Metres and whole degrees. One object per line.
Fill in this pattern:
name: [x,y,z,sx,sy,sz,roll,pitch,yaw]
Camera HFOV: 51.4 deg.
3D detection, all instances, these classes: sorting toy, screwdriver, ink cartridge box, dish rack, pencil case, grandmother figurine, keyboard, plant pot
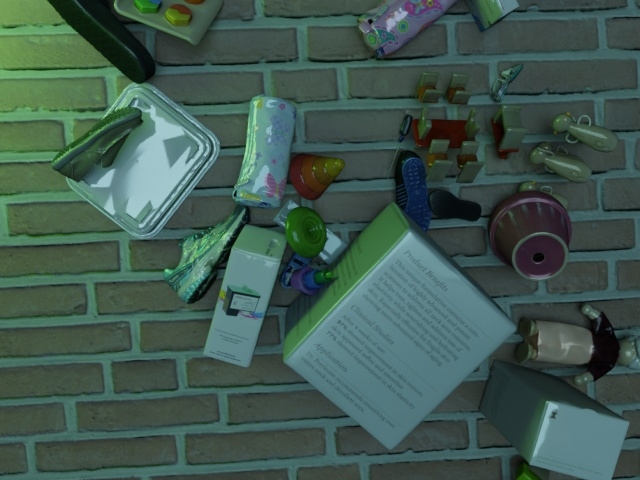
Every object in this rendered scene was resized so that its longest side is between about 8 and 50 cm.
sorting toy: [-0.353,-0.568,1.576,0.208,0.038,0.193,24,54,-6]
screwdriver: [0.195,-0.238,1.692,0.025,0.024,0.170,28,101,25]
ink cartridge box: [0.411,-0.577,1.590,0.060,0.180,0.104,-29,96,0]
dish rack: [-0.444,-0.196,1.640,0.285,0.072,0.333,38,93,-6]
pencil case: [0.220,-0.565,1.612,0.284,0.124,0.124,-37,95,0]
ink cartridge box: [-0.174,0.124,1.580,0.117,0.201,0.278,17,108,-3]
sorting toy: [0.004,-0.055,1.568,0.127,0.126,0.366,22,62,-41]
grandmother figurine: [0.687,0.269,1.715,0.342,0.104,0.208,10,92,-6]
pencil case: [-0.135,-0.209,1.610,0.124,0.113,0.273,13,84,-21]
keyboard: [0.000,0.000,1.705,0.256,0.014,0.072,39,87,-5]
plant pot: [0.517,0.002,1.613,0.201,0.180,0.201,2,115,5]

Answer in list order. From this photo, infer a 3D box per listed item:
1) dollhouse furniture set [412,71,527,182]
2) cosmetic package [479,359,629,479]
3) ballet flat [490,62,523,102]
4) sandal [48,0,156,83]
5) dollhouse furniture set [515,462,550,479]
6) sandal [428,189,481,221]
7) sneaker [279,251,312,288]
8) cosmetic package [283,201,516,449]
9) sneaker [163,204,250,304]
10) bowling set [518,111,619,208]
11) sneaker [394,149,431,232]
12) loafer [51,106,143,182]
dollhouse furniture set: [0.352,-0.260,1.618,0.259,0.135,0.262,1,63,-7]
cosmetic package: [0.537,0.416,1.583,0.197,0.365,0.155,16,94,-3]
ballet flat: [0.467,-0.405,1.679,0.041,0.041,0.114,33,92,-5]
sandal: [-0.551,-0.567,1.580,0.446,0.167,0.107,46,66,-12]
dollhouse furniture set: [0.526,0.742,1.761,0.197,0.151,0.301,39,110,15]
sandal: [0.332,-0.084,1.678,0.179,0.040,0.067,13,97,-35]
sneaker: [-0.057,0.062,1.678,0.053,0.059,0.144,27,98,-2]
cosmetic package: [0.163,0.182,1.538,0.329,0.327,0.394,43,99,-10]
sneaker: [-0.285,0.013,1.646,0.122,0.110,0.283,36,87,9]
bowling set: [0.600,-0.230,1.656,0.154,0.200,0.287,23,135,0]
sneaker: [0.230,-0.114,1.676,0.081,0.090,0.232,-5,116,-3]
loafer: [-0.511,-0.224,1.564,0.251,0.094,0.087,-31,120,10]
